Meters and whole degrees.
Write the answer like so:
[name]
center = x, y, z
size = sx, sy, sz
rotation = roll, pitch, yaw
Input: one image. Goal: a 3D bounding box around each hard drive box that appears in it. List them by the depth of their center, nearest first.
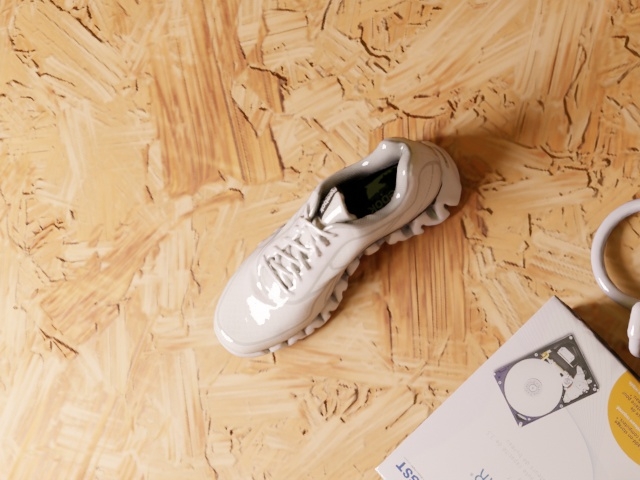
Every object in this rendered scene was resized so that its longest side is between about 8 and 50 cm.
[hard drive box]
center = 0.199, 0.197, 1.337
size = 0.232, 0.089, 0.181
rotation = -46, 69, 7

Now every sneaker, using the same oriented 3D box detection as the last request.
[sneaker]
center = 0.000, 0.000, 1.427
size = 0.292, 0.118, 0.110
rotation = -42, 72, 9

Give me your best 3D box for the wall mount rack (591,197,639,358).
[wall mount rack]
center = 0.407, -0.025, 1.278
size = 0.350, 0.130, 0.304
rotation = 11, 82, 23
